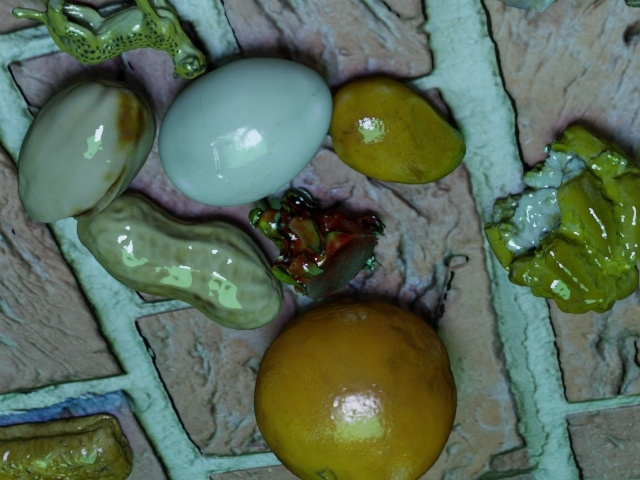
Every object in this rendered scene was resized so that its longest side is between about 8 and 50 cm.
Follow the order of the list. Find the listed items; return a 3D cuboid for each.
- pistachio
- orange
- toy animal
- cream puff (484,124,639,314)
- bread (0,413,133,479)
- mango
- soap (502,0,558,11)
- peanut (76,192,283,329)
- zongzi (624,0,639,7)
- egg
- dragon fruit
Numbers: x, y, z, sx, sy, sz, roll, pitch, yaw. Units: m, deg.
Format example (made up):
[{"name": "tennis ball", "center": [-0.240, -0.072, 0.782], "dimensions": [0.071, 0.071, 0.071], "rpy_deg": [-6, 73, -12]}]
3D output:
[{"name": "pistachio", "center": [-0.266, -0.100, 1.430], "dimensions": [0.144, 0.144, 0.215], "rpy_deg": [25, 132, -18]}, {"name": "orange", "center": [0.043, 0.201, 1.611], "dimensions": [0.261, 0.261, 0.261], "rpy_deg": [1, 130, 1]}, {"name": "toy animal", "center": [-0.225, -0.224, 1.371], "dimensions": [0.181, 0.073, 0.136], "rpy_deg": [-12, 136, 7]}, {"name": "cream puff", "center": [0.308, -0.003, 1.471], "dimensions": [0.194, 0.195, 0.221], "rpy_deg": [20, 131, -15]}, {"name": "bread", "center": [-0.379, 0.312, 1.818], "dimensions": [0.211, 0.083, 0.114], "rpy_deg": [-8, 133, 10]}, {"name": "mango", "center": [0.080, -0.119, 1.439], "dimensions": [0.165, 0.089, 0.115], "rpy_deg": [36, 113, -29]}, {"name": "soap", "center": [0.197, -0.346, 1.250], "dimensions": [0.135, 0.076, 0.233], "rpy_deg": [10, 131, -5]}, {"name": "peanut", "center": [-0.164, 0.021, 1.546], "dimensions": [0.274, 0.111, 0.125], "rpy_deg": [22, 123, -16]}, {"name": "zongzi", "center": [0.366, -0.256, 1.351], "dimensions": [0.076, 0.040, 0.083], "rpy_deg": [-14, 146, 22]}, {"name": "egg", "center": [-0.082, -0.122, 1.397], "dimensions": [0.209, 0.151, 0.151], "rpy_deg": [-26, 124, 22]}, {"name": "dragon fruit", "center": [0.000, 0.000, 1.530], "dimensions": [0.175, 0.142, 0.138], "rpy_deg": [41, 81, -6]}]
